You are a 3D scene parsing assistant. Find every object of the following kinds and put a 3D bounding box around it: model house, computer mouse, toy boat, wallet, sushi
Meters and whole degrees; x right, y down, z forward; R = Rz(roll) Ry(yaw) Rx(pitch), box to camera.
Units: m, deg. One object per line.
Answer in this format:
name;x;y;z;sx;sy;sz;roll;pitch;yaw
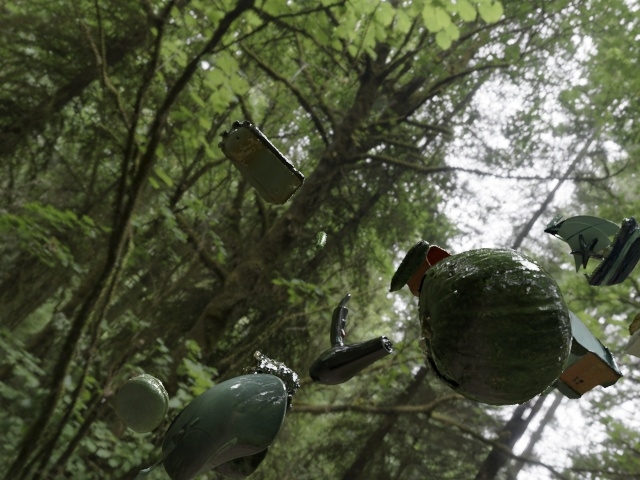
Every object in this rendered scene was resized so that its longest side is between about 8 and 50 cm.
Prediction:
model house;0.829;0.428;2.033;0.253;0.291;0.184;41;22;-6
computer mouse;-0.234;0.382;1.181;0.090;0.379;0.167;50;10;-42
toy boat;0.786;0.026;1.722;0.291;0.210;0.070;6;-8;46
wallet;0.665;0.217;1.157;0.122;0.025;0.061;19;-58;-5
sushi;-0.199;0.478;1.634;0.170;0.350;0.211;38;-33;-8

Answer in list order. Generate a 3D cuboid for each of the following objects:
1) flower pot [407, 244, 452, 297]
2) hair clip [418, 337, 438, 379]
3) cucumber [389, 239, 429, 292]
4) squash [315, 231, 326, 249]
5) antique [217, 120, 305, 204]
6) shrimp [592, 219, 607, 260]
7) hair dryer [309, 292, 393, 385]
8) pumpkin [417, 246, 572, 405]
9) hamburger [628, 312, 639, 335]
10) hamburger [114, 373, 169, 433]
flower pot;0.444;0.144;2.382;0.190;0.191;0.173;41;-53;-3
hair clip;0.364;0.393;1.946;0.072;0.034;0.226;52;-7;38
cucumber;0.319;0.097;2.150;0.069;0.227;0.069;34;6;-4
squash;0.001;0.000;1.526;0.027;0.027;0.089;47;18;-18
antique;-0.196;-0.249;1.859;0.284;0.125;0.150;47;-11;-18
shrimp;0.888;-0.003;1.860;0.152;0.287;0.063;48;-50;26
hair dryer;0.073;0.225;1.510;0.235;0.272;0.091;-30;-49;28
pumpkin;0.323;0.160;1.149;0.257;0.292;0.328;-5;-2;0
hamburger;0.960;0.214;1.549;0.262;0.124;0.130;-32;-27;36
hamburger;-0.446;0.405;1.480;0.140;0.133;0.062;41;1;3
